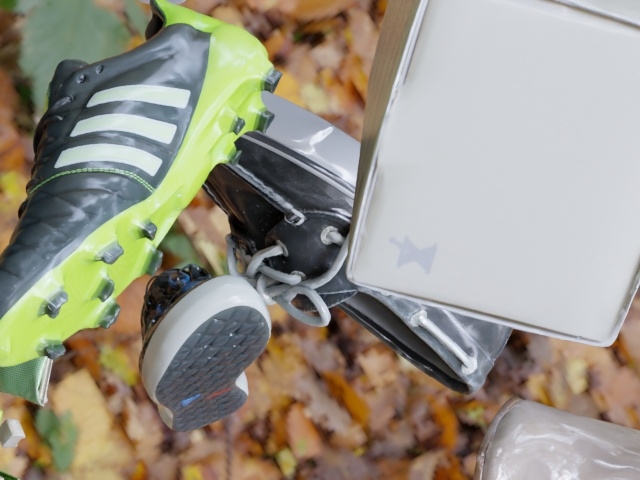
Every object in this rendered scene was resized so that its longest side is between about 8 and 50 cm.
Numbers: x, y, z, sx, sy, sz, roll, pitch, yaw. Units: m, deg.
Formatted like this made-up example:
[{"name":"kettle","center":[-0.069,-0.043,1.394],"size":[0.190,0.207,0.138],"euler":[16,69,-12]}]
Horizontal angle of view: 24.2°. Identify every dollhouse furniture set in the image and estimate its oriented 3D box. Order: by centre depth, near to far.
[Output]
[{"name":"dollhouse furniture set","center":[-0.294,0.152,1.347],"size":[0.058,0.076,0.152],"euler":[11,91,-48]}]

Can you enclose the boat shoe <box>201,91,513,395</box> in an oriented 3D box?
[{"name":"boat shoe","center":[-0.002,0.000,0.918],"size":[0.306,0.105,0.113],"euler":[34,-13,-32]}]

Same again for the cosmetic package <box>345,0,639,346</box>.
[{"name":"cosmetic package","center":[0.096,-0.085,0.761],"size":[0.129,0.153,0.296],"euler":[15,24,-2]}]

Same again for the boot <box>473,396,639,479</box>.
[{"name":"boot","center":[0.106,0.085,0.528],"size":[0.118,0.087,0.042],"euler":[-5,108,-71]}]

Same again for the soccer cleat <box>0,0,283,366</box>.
[{"name":"soccer cleat","center":[-0.083,-0.025,0.554],"size":[0.072,0.060,0.179],"euler":[28,51,10]}]

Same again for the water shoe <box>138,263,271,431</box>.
[{"name":"water shoe","center":[-0.080,0.050,0.852],"size":[0.080,0.073,0.203],"euler":[64,-17,17]}]

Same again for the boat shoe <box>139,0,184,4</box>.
[{"name":"boat shoe","center":[-0.167,-0.281,1.363],"size":[0.228,0.080,0.076],"euler":[33,60,-74]}]
